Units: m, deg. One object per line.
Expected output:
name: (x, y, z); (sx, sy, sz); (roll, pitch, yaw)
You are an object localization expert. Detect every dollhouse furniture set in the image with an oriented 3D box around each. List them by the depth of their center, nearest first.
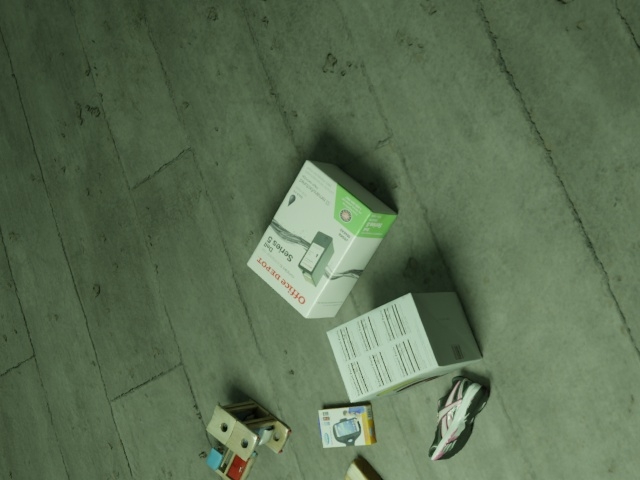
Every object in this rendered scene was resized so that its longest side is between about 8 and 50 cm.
dollhouse furniture set: (-0.178, 0.467, 2.043); (0.129, 0.129, 0.184); (31, 104, 30)

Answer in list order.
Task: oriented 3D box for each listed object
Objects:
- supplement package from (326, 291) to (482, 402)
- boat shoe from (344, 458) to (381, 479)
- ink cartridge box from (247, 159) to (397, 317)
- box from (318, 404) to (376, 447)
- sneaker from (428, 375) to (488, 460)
supplement package: (0.162, 0.203, 1.787); (0.203, 0.194, 0.149); (-28, 73, 30)
boat shoe: (0.109, 0.526, 1.895); (0.059, 0.063, 0.170); (-55, 52, 22)
ink cartridge box: (0.000, 0.000, 1.950); (0.198, 0.115, 0.273); (40, 110, 28)
box: (0.049, 0.392, 1.956); (0.136, 0.028, 0.081); (-12, 82, 31)
sneaker: (0.256, 0.343, 1.806); (0.077, 0.072, 0.178); (36, 100, 42)
